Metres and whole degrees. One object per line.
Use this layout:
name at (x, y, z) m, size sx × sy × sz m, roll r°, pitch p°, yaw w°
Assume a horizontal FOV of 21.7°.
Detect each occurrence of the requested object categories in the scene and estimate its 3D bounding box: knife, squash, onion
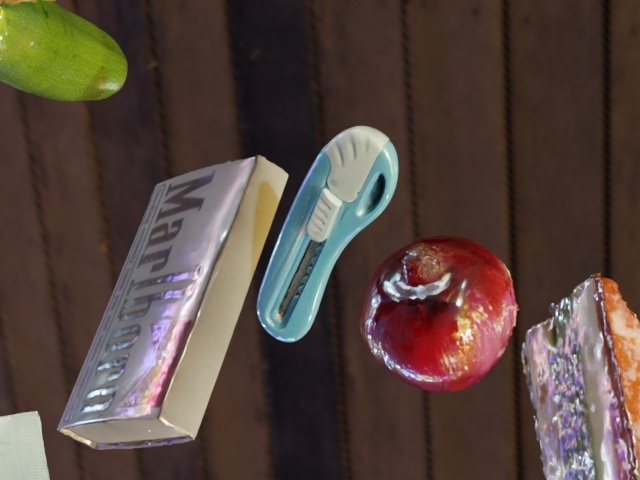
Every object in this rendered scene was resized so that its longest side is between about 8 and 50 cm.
knife at (0.000, 0.000, 1.249) m, size 0.064 × 0.031 × 0.222 m, roll 35°, pitch 131°, yaw 9°
squash at (-0.241, -0.166, 1.431) m, size 0.082 × 0.292 × 0.082 m, roll -1°, pitch 86°, yaw 12°
onion at (0.093, 0.055, 1.319) m, size 0.131 × 0.131 × 0.131 m, roll 19°, pitch 124°, yaw 31°

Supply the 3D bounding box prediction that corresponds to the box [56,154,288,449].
box at (-0.089, 0.037, 1.002) m, size 0.036 × 0.177 × 0.115 m, roll 35°, pitch 151°, yaw -30°

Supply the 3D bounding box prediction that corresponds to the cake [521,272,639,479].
cake at (0.140, 0.138, 0.762) m, size 0.220 × 0.116 × 0.086 m, roll 55°, pitch 146°, yaw 8°

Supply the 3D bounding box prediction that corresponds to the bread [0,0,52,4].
bread at (-0.054, -0.218, 0.783) m, size 0.204 × 0.288 × 0.156 m, roll -27°, pitch 84°, yaw 57°

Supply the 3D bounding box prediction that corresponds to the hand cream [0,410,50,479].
hand cream at (-0.359, 0.185, 1.224) m, size 0.320 × 0.067 × 0.109 m, roll -7°, pitch 120°, yaw -5°
